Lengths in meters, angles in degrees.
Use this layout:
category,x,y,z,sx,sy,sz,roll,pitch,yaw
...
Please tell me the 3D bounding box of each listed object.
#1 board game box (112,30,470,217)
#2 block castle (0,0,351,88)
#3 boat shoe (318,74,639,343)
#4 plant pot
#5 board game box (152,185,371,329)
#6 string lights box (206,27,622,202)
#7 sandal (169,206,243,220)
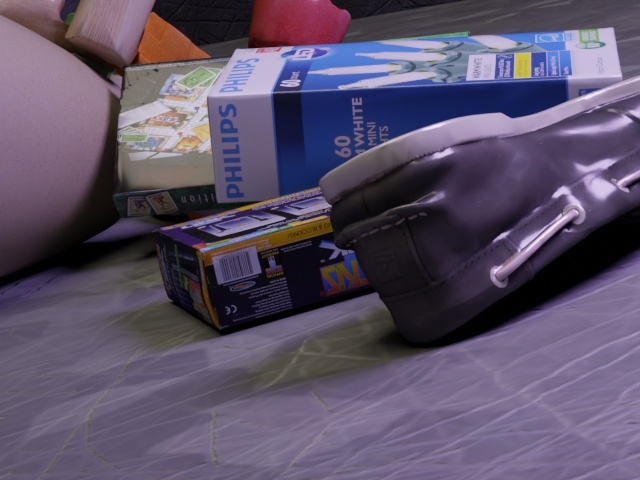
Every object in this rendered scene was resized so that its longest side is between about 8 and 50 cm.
category,x,y,z,sx,sy,sz,roll,pitch,yaw
board game box,-0.016,-0.085,1.354,0.259,0.030,0.136,-5,46,5
block castle,-0.231,-0.230,1.629,0.453,0.213,0.303,12,-14,36
boat shoe,0.131,-0.025,0.998,0.335,0.096,0.112,-17,-6,-45
plant pot,-0.267,-0.069,1.369,0.256,0.257,0.274,-5,-3,40
board game box,0.000,0.000,1.094,0.170,0.048,0.141,-15,8,-13
string lights box,0.065,-0.082,1.236,0.259,0.077,0.133,-2,19,7
sandal,-0.071,-0.059,1.441,0.102,0.076,0.265,-18,11,-28
